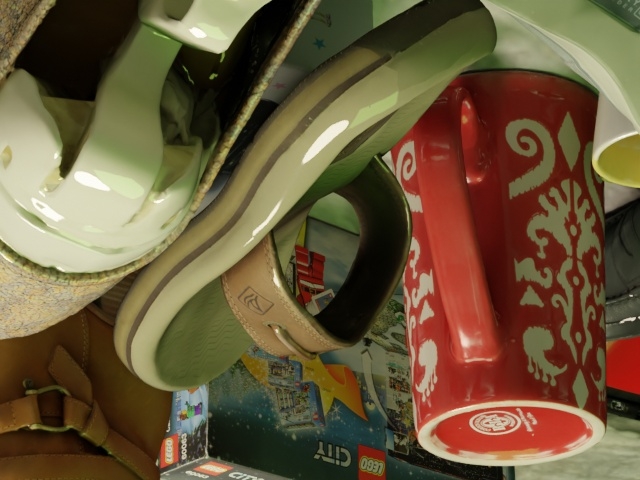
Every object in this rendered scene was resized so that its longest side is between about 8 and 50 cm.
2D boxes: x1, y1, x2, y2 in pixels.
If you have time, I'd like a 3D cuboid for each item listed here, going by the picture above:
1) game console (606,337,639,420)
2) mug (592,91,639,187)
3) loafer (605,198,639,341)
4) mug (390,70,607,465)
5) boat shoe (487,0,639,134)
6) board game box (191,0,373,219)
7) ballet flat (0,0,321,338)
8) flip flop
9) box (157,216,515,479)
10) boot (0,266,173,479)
[{"bbox_3d":[0.213,0.074,1.285,0.144,0.085,0.124,17,-179,-31],"label":"game console"},{"bbox_3d":[0.151,-0.064,0.929,0.078,0.064,0.062,-18,151,35],"label":"mug"},{"bbox_3d":[0.192,-0.005,1.055,0.223,0.076,0.078,-21,135,39],"label":"loafer"},{"bbox_3d":[0.075,0.012,0.966,0.150,0.169,0.113,19,149,-36],"label":"mug"},{"bbox_3d":[0.121,-0.109,0.825,0.227,0.081,0.079,30,112,-39],"label":"boat shoe"},{"bbox_3d":[-0.161,-0.086,0.841,0.303,0.097,0.224,12,151,-24],"label":"board game box"},{"bbox_3d":[-0.059,-0.073,0.693,0.107,0.106,0.316,24,113,-21],"label":"ballet flat"},{"bbox_3d":[0.000,0.000,0.786,0.080,0.112,0.277,47,141,3],"label":"flip flop"},{"bbox_3d":[0.014,0.077,1.115,0.233,0.159,0.044,21,148,-37],"label":"box"},{"bbox_3d":[-0.150,0.063,0.868,0.197,0.152,0.073,12,153,-28],"label":"boot"}]
